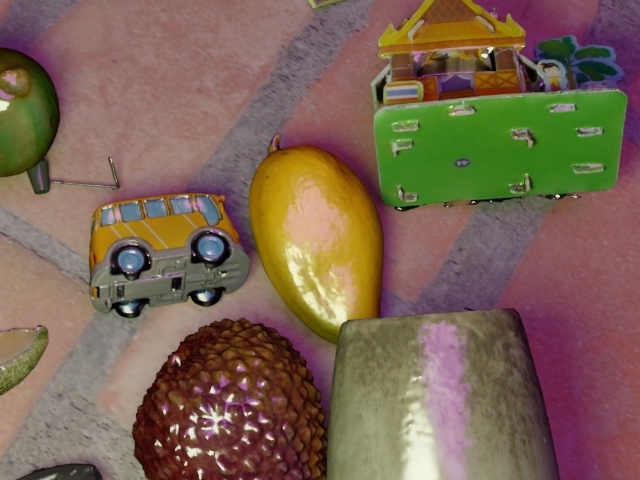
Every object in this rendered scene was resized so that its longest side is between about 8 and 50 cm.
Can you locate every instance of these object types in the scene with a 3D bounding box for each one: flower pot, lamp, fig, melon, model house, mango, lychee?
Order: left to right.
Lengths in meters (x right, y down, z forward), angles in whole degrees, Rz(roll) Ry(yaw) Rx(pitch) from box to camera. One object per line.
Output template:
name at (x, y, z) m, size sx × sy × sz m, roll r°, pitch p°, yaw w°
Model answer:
melon at (-0.433, 0.161, 1.777) m, size 0.182 × 0.054 × 0.098 m, roll -10°, pitch 53°, yaw -14°
fig at (-0.434, -0.174, 1.846) m, size 0.181 × 0.191 × 0.181 m, roll 13°, pitch 63°, yaw -27°
lamp at (-0.339, -0.086, 1.905) m, size 0.121 × 0.041 × 0.054 m, roll -10°, pitch 76°, yaw -11°
lychee at (-0.096, 0.238, 1.694) m, size 0.271 × 0.271 × 0.271 m, roll 4°, pitch 66°, yaw -8°
mango at (0.000, 0.000, 1.883) m, size 0.176 × 0.119 × 0.317 m, roll -14°, pitch 78°, yaw -18°
flower pot at (0.141, 0.248, 1.637) m, size 0.293 × 0.293 × 0.330 m, roll -4°, pitch 88°, yaw -11°
model house at (0.246, -0.239, 1.936) m, size 0.357 × 0.242 × 0.313 m, roll -5°, pitch 60°, yaw 6°

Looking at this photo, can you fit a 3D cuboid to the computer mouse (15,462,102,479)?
computer mouse at (-0.312, 0.407, 1.656) m, size 0.168 × 0.087 × 0.295 m, roll -18°, pitch 51°, yaw 3°

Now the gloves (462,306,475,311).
gloves at (0.173, 0.196, 1.826) m, size 0.119 × 0.097 × 0.229 m, roll 24°, pitch 72°, yaw 32°

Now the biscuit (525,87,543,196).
biscuit at (0.296, -0.159, 2.044) m, size 0.064 × 0.034 × 0.199 m, roll 15°, pitch 64°, yaw -3°

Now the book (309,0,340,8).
book at (0.009, -0.468, 2.140) m, size 0.160 × 0.024 × 0.228 m, roll -21°, pitch 70°, yaw -20°

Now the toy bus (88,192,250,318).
toy bus at (-0.206, 0.010, 1.836) m, size 0.209 × 0.126 × 0.136 m, roll -8°, pitch 59°, yaw -13°
